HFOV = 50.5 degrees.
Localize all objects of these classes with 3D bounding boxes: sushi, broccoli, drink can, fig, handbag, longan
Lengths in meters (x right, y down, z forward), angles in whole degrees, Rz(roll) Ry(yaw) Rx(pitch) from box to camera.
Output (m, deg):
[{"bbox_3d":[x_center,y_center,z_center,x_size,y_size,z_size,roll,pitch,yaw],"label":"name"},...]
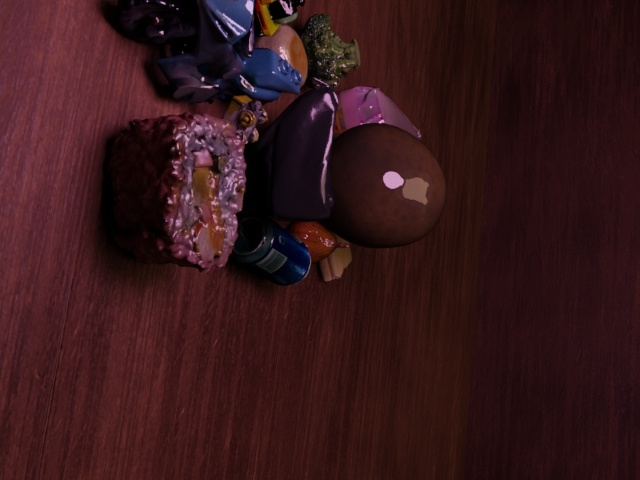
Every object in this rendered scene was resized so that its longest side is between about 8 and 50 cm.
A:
[{"bbox_3d":[-0.239,-0.080,1.153,0.236,0.171,0.270,4,89,-62],"label":"sushi"},{"bbox_3d":[0.011,-0.444,1.619,0.195,0.156,0.195,3,90,-75],"label":"broccoli"},{"bbox_3d":[-0.106,0.024,1.461,0.205,0.118,0.118,40,56,-57],"label":"drink can"},{"bbox_3d":[-0.012,-0.008,1.620,0.119,0.153,0.119,34,43,-38],"label":"fig"},{"bbox_3d":[-0.064,-0.178,1.399,0.302,0.178,0.275,-148,-124,-82],"label":"handbag"},{"bbox_3d":[0.138,-0.128,1.616,0.319,0.319,0.319,-4,94,-62],"label":"longan"}]

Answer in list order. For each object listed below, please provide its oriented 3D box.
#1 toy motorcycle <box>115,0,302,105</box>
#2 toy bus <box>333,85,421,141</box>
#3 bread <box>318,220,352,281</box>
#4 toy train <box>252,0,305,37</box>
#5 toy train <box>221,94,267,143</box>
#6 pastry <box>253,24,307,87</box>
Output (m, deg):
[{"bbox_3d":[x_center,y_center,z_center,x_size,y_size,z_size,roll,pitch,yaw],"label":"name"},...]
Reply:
[{"bbox_3d":[-0.161,-0.344,1.219,0.416,0.232,0.172,28,55,-60],"label":"toy motorcycle"},{"bbox_3d":[0.154,-0.292,1.852,0.386,0.162,0.171,28,48,-59],"label":"toy bus"},{"bbox_3d":[0.031,-0.002,1.778,0.139,0.060,0.178,-50,133,-50],"label":"bread"},{"bbox_3d":[-0.132,-0.554,1.351,0.100,0.160,0.296,-65,144,-49],"label":"toy train"},{"bbox_3d":[-0.173,-0.185,1.282,0.202,0.081,0.060,-59,166,26],"label":"toy train"},{"bbox_3d":[-0.086,-0.408,1.515,0.156,0.092,0.156,-2,90,-69],"label":"pastry"}]
